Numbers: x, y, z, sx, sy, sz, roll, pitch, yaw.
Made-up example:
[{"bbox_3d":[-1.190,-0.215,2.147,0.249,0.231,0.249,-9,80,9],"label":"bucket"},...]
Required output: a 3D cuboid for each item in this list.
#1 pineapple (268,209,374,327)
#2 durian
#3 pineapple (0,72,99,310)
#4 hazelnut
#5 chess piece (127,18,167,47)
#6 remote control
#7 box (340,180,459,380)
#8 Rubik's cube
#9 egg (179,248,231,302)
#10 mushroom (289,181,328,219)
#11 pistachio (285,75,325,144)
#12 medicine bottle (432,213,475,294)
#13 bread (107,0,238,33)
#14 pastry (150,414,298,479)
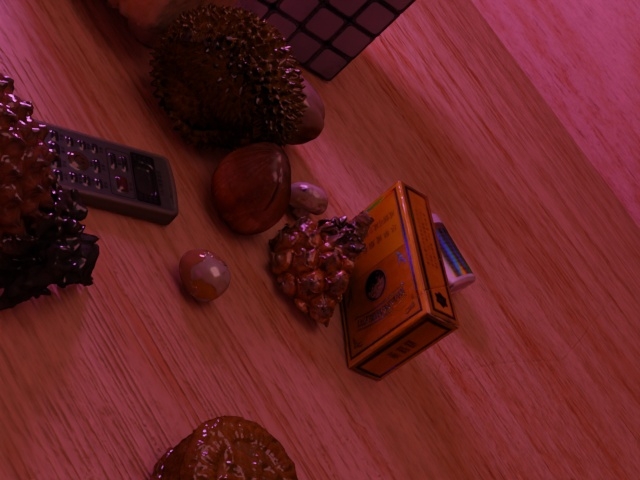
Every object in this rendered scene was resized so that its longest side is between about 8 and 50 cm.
[{"bbox_3d":[-0.001,0.004,1.454,0.140,0.164,0.249,30,40,-17],"label":"pineapple"},{"bbox_3d":[-0.147,-0.274,1.478,0.293,0.258,0.258,47,32,-9],"label":"durian"},{"bbox_3d":[-0.382,-0.044,1.008,0.357,0.223,0.223,54,27,-31],"label":"pineapple"},{"bbox_3d":[-0.104,-0.089,1.431,0.150,0.150,0.150,32,36,-27],"label":"hazelnut"},{"bbox_3d":[-0.319,-0.397,1.584,0.084,0.038,0.083,31,38,-28],"label":"chess piece"},{"bbox_3d":[-0.339,-0.105,1.253,0.285,0.038,0.123,17,45,-41],"label":"remote control"},{"bbox_3d":[0.122,0.067,1.501,0.084,0.193,0.301,26,39,-32],"label":"box"},{"bbox_3d":[-0.010,-0.635,1.927,0.337,0.344,0.344,25,40,-34],"label":"Rubik's cube"},{"bbox_3d":[-0.174,0.049,1.268,0.083,0.071,0.071,46,32,-1],"label":"egg"},{"bbox_3d":[-0.028,-0.074,1.585,0.083,0.067,0.083,26,4,-2],"label":"mushroom"},{"bbox_3d":[-0.086,-0.272,1.655,0.215,0.144,0.144,34,33,-1],"label":"pistachio"},{"bbox_3d":[0.237,0.011,1.812,0.115,0.078,0.219,-7,62,-51],"label":"medicine bottle"},{"bbox_3d":[-0.273,-0.612,1.521,0.371,0.390,0.279,43,16,15],"label":"bread"},{"bbox_3d":[-0.113,0.314,1.036,0.189,0.103,0.188,31,37,-27],"label":"pastry"}]
